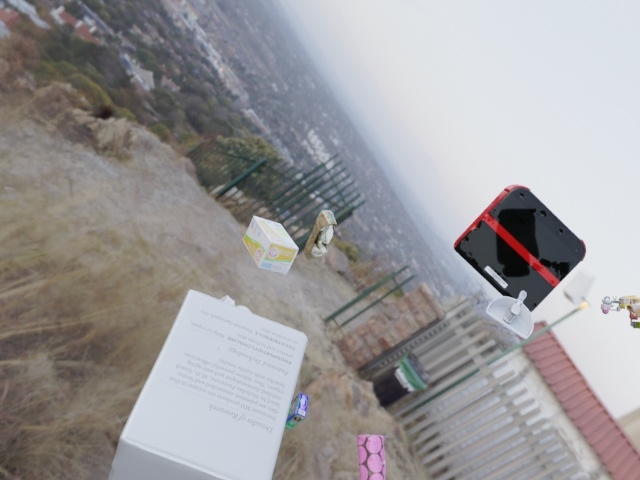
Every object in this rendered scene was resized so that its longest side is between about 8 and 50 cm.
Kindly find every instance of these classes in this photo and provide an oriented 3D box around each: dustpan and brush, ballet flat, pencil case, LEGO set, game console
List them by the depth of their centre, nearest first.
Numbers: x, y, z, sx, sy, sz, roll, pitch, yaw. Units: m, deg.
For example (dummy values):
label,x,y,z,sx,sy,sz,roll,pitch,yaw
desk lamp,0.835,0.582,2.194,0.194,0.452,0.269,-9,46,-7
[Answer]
label,x,y,z,sx,sy,sz,roll,pitch,yaw
pencil case,0.164,0.700,1.609,0.098,0.095,0.210,56,30,-56
LEGO set,0.988,0.234,1.641,0.287,0.132,0.107,1,84,-82
ballet flat,0.000,0.000,1.662,0.067,0.073,0.206,57,-36,38
dustpan and brush,0.622,0.214,1.688,0.147,0.060,0.211,35,27,17
game console,0.725,0.027,1.913,0.386,0.342,0.060,43,7,-4

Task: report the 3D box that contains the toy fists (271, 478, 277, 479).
label,x,y,z,sx,sy,sz,roll,pitch,yaw
toy fists,-0.163,0.716,1.371,0.096,0.142,0.279,38,-7,7

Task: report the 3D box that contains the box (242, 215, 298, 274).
label,x,y,z,sx,sy,sz,roll,pitch,yaw
box,-0.173,0.014,1.809,0.114,0.103,0.203,16,19,-32

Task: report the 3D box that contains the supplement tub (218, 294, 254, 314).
label,x,y,z,sx,sy,sz,roll,pitch,yaw
supplement tub,-0.274,0.374,1.807,0.331,0.241,0.241,47,11,-10

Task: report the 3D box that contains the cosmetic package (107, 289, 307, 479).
label,x,y,z,sx,sy,sz,roll,pitch,yaw
cosmetic package,-0.269,0.408,1.294,0.327,0.329,0.394,23,47,-8

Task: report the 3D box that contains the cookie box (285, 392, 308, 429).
label,x,y,z,sx,sy,sz,roll,pitch,yaw
cookie box,-0.092,0.622,1.927,0.040,0.107,0.092,31,35,-15
